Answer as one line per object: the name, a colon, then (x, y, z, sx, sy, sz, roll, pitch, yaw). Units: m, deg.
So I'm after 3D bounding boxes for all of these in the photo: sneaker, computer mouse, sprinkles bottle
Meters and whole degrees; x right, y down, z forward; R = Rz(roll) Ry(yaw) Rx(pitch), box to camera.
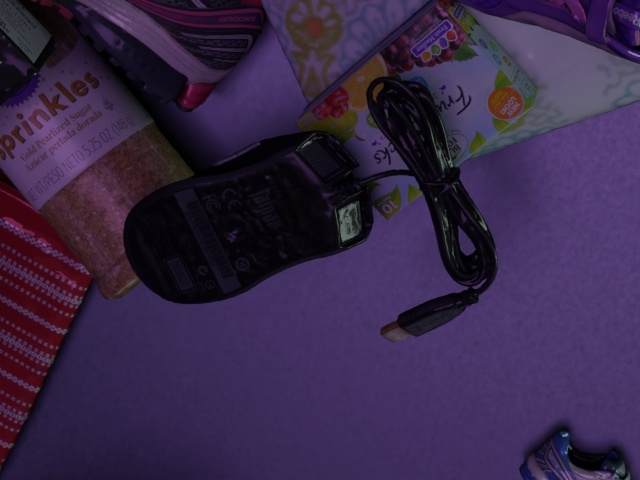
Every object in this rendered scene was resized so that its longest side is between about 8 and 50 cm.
sneaker: (0.181, -0.164, 1.054, 0.236, 0.104, 0.095, 16, 118, 7)
sneaker: (0.225, 0.198, 1.264, 0.135, 0.052, 0.058, 33, 105, 3)
computer mouse: (0.000, 0.000, 1.168, 0.262, 0.060, 0.184, -25, 106, 22)
sneaker: (-0.169, -0.224, 1.188, 0.299, 0.121, 0.112, 35, 107, -32)
sprinkles bottle: (-0.227, -0.125, 1.253, 0.121, 0.121, 0.355, -38, 94, 20)

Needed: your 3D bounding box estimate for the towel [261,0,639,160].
towel: (0.098, -0.245, 1.145, 0.320, 0.090, 0.374, -18, 108, 21)

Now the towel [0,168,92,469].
towel: (-0.311, 0.058, 1.369, 0.199, 0.031, 0.275, 30, 110, 5)

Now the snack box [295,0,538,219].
snack box: (0.068, -0.095, 1.147, 0.141, 0.037, 0.100, -39, 103, 27)

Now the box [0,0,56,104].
box: (-0.394, -0.149, 1.151, 0.295, 0.073, 0.293, -37, 106, 20)
